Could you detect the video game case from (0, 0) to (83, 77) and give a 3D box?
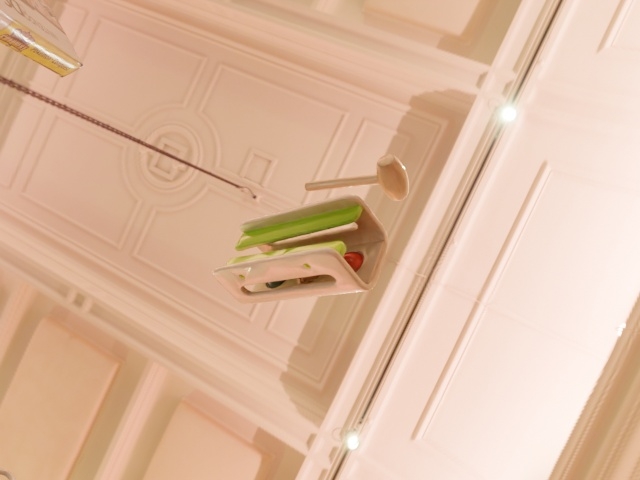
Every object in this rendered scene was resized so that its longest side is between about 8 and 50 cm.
[{"bbox_3d":[-0.359,-0.315,0.504,0.035,0.248,0.274,-28,-84,-1],"label":"video game case"}]

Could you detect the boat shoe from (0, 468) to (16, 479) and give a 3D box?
[{"bbox_3d":[-0.365,0.265,0.474,0.136,0.367,0.156,33,-117,25],"label":"boat shoe"}]

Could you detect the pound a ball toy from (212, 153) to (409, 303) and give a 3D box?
[{"bbox_3d":[0.000,0.000,0.879,0.319,0.135,0.208,-11,-139,38],"label":"pound a ball toy"}]
